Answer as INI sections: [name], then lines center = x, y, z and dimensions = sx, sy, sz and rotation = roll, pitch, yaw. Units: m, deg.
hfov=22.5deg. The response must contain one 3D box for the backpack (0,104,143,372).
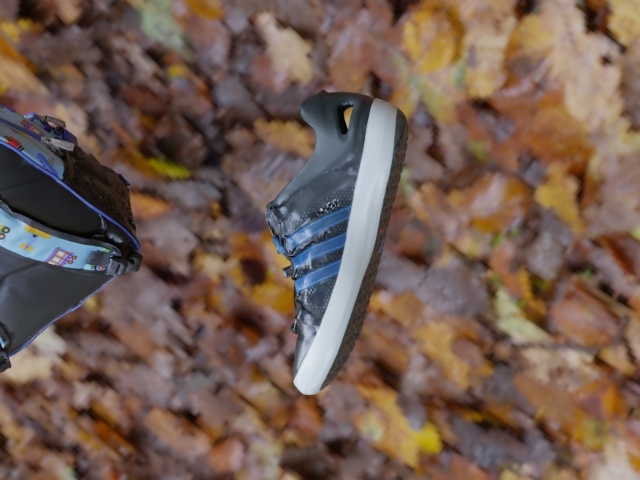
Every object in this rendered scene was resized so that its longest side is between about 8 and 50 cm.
[backpack]
center = -0.225, -0.020, 1.053
dimensions = 0.158, 0.117, 0.173
rotation = -37, 128, 19

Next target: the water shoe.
[water shoe]
center = 0.000, 0.000, 1.082
dimensions = 0.080, 0.203, 0.073
rotation = 15, -179, 10
